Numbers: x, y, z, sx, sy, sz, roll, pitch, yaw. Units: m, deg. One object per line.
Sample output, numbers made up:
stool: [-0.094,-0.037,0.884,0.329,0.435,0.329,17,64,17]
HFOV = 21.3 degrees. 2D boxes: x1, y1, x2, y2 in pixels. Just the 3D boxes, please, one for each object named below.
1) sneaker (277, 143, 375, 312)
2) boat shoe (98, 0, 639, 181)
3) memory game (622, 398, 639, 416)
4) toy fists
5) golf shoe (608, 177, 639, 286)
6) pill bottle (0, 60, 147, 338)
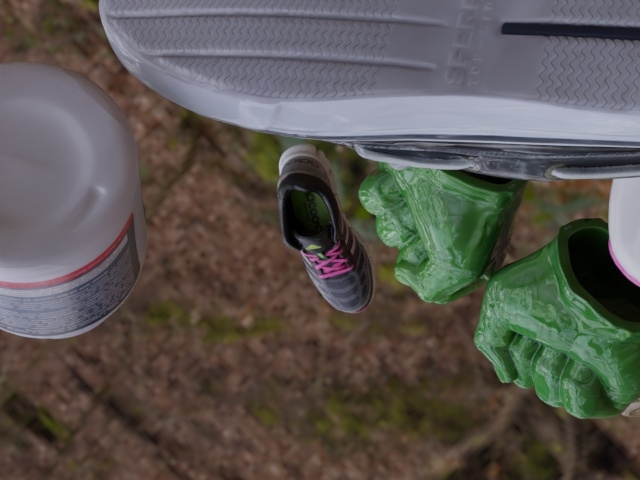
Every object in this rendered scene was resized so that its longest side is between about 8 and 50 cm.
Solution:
sneaker: [0.000,0.000,1.557,0.075,0.063,0.170,-66,-41,-63]
boat shoe: [0.052,-0.078,0.831,0.335,0.121,0.119,12,157,22]
memory game: [0.328,0.112,1.355,0.186,0.186,0.012,48,-152,-61]
toy fists: [0.140,0.021,1.289,0.279,0.096,0.142,44,146,18]
golf shoe: [0.235,-0.104,0.885,0.115,0.306,0.140,33,-164,17]
pill bottle: [-0.142,-0.009,0.863,0.108,0.108,0.180,47,166,11]
